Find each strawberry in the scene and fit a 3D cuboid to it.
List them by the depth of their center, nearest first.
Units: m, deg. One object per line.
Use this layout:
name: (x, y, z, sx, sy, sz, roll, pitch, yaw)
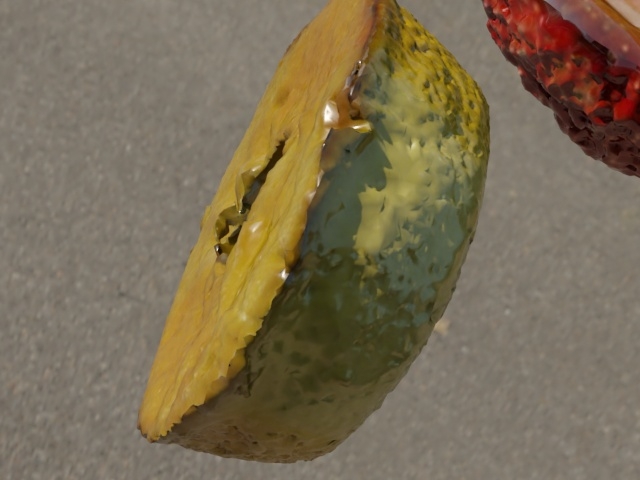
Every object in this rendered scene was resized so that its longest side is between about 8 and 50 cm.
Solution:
strawberry: (0.153, -0.118, 0.844, 0.228, 0.098, 0.174, 31, 46, 8)

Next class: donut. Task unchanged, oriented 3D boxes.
donut: (0.000, 0.000, 0.500, 0.065, 0.162, 0.178, 27, 45, -14)
